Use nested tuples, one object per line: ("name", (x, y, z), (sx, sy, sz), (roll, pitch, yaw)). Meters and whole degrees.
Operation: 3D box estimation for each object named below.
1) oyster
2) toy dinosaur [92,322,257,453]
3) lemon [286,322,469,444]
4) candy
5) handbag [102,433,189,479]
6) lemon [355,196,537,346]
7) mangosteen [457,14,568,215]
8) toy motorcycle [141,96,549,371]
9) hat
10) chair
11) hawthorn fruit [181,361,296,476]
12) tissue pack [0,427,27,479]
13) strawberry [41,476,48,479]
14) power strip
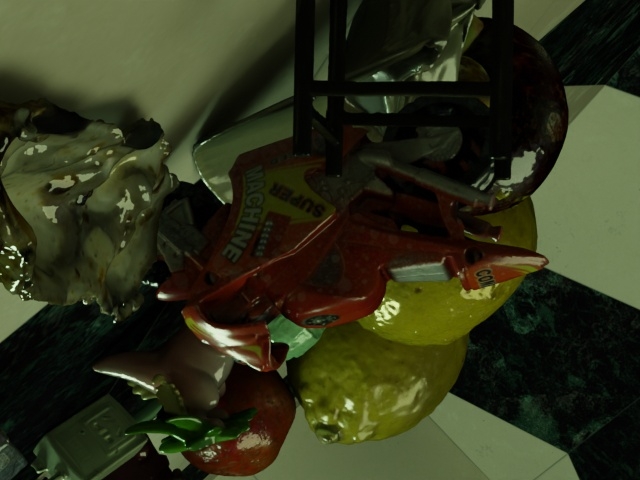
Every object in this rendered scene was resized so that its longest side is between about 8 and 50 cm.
("oyster", (-0.147, -0.028, 0.708), (0.129, 0.078, 0.345), (-65, 170, -2))
("toy dinosaur", (-0.135, 0.117, 1.253), (0.194, 0.177, 0.152), (-16, -178, 12))
("lemon", (0.085, 0.144, 1.819), (0.285, 0.316, 0.285), (-4, 161, -1))
("candy", (-0.168, 0.180, 1.520), (0.440, 0.119, 0.119), (-39, 172, 9))
("handbag", (-0.253, 0.389, 1.723), (0.074, 0.203, 0.216), (-44, 171, 36))
("lemon", (0.139, 0.007, 1.601), (0.320, 0.245, 0.245), (-41, 173, 23))
("mangosteen", (0.126, -0.123, 1.157), (0.192, 0.192, 0.217), (-47, 150, 16))
("toy motorcycle", (-0.001, -0.002, 0.886), (0.298, 0.171, 0.089), (-17, 153, 8))
("hat", (0.018, -0.127, 0.984), (0.244, 0.149, 0.214), (-7, 155, 3))
("chair", (0.061, -0.174, 0.770), (0.154, 0.141, 0.260), (18, 74, -81))
("hawthorn fruit", (-0.130, 0.247, 1.756), (0.189, 0.189, 0.189), (-43, 171, -8))
("tissue pack", (-0.334, 0.221, 1.075), (0.156, 0.051, 0.112), (-41, 168, -16))
("strawberry", (-0.357, 0.424, 1.478), (0.178, 0.234, 0.234), (-24, 172, 2))
("power strip", (-0.266, 0.235, 1.361), (0.042, 0.075, 0.175), (-48, 171, 37))
